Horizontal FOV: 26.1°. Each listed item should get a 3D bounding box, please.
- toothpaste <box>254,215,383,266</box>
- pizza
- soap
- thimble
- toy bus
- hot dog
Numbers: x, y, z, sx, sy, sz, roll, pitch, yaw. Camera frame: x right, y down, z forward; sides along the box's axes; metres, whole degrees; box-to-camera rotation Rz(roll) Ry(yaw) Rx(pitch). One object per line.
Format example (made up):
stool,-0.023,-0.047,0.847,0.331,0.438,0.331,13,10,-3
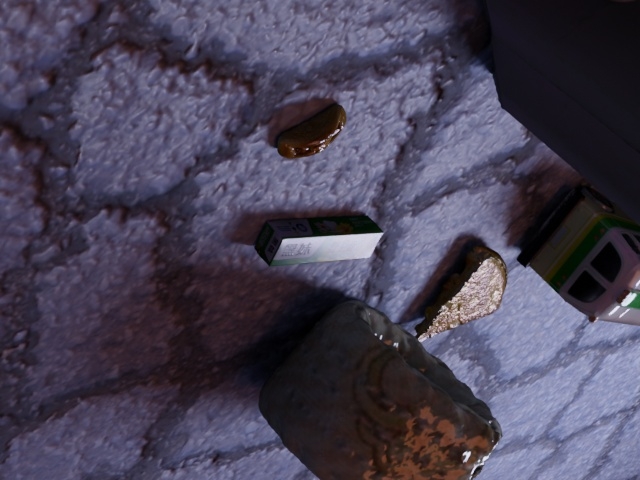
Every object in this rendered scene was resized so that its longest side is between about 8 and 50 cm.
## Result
toothpaste,0.000,0.000,1.647,0.178,0.037,0.043,-4,133,-47
pizza,0.200,0.089,1.986,0.176,0.036,0.185,-42,151,3
soap,0.411,-0.203,1.480,0.350,0.435,0.213,-33,143,-8
thimble,0.080,0.230,1.780,0.195,0.291,0.291,-49,149,8
toy bus,0.454,0.038,2.068,0.305,0.179,0.143,11,121,-53
hot dog,-0.004,-0.114,1.504,0.090,0.034,0.030,-30,146,-18
